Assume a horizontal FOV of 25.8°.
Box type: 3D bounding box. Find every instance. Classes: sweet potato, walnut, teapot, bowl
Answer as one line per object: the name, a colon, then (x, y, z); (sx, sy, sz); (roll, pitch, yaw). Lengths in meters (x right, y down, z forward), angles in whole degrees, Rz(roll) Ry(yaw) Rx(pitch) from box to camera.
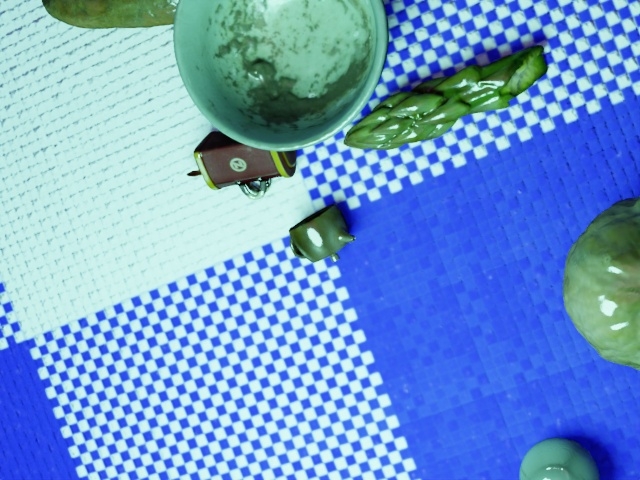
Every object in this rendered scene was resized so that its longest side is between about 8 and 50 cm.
sweet potato: (-0.269, -0.324, 1.920); (0.273, 0.075, 0.075); (-2, 96, 23)
walnut: (0.411, 0.052, 1.656); (0.248, 0.248, 0.248); (2, 98, 18)
teapot: (0.000, 0.000, 1.869); (0.121, 0.076, 0.068); (-23, 99, 47)
bowl: (-0.031, -0.262, 1.805); (0.289, 0.146, 0.289); (2, 97, 20)

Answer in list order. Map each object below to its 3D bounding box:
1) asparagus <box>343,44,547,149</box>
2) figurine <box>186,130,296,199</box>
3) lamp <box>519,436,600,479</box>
asparagus: (0.155, -0.173, 1.790); (0.287, 0.080, 0.080); (-19, 91, 20)
figurine: (-0.107, -0.101, 1.896); (0.154, 0.082, 0.098); (-11, 113, 20)
lamp: (0.305, 0.305, 1.787); (0.105, 0.105, 0.105); (2, 98, 18)
